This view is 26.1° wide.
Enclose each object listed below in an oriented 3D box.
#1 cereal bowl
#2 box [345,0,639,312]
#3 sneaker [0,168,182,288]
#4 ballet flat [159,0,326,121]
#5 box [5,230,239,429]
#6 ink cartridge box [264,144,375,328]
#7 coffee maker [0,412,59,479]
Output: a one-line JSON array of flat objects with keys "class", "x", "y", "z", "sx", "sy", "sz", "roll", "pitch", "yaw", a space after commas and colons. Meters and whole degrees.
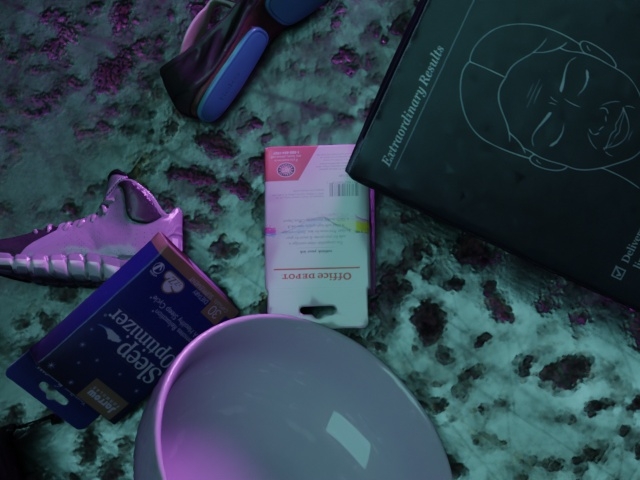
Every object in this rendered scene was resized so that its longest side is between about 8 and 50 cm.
[{"class": "cereal bowl", "x": -0.040, "y": 0.249, "z": 1.376, "sx": 0.339, "sy": 0.339, "sz": 0.141, "roll": 52, "pitch": 132, "yaw": 10}, {"class": "box", "x": 0.263, "y": -0.125, "z": 1.345, "sx": 0.395, "sy": 0.212, "sz": 0.294, "roll": 25, "pitch": 101, "yaw": -1}, {"class": "sneaker", "x": -0.260, "y": -0.016, "z": 1.531, "sx": 0.228, "sy": 0.086, "sz": 0.132, "roll": 5, "pitch": 78, "yaw": -2}, {"class": "ballet flat", "x": -0.075, "y": -0.259, "z": 1.530, "sx": 0.280, "sy": 0.095, "sz": 0.096, "roll": -46, "pitch": 68, "yaw": 0}, {"class": "box", "x": -0.211, "y": 0.109, "z": 1.481, "sx": 0.225, "sy": 0.136, "sz": 0.036, "roll": -41, "pitch": 41, "yaw": 2}, {"class": "ink cartridge box", "x": 0.000, "y": 0.000, "z": 1.496, "sx": 0.115, "sy": 0.067, "sz": 0.198, "roll": -1, "pitch": 81, "yaw": 8}, {"class": "coffee maker", "x": -0.341, "y": 0.297, "z": 1.476, "sx": 0.171, "sy": 0.120, "sz": 0.178, "roll": -23, "pitch": 81, "yaw": 3}]
